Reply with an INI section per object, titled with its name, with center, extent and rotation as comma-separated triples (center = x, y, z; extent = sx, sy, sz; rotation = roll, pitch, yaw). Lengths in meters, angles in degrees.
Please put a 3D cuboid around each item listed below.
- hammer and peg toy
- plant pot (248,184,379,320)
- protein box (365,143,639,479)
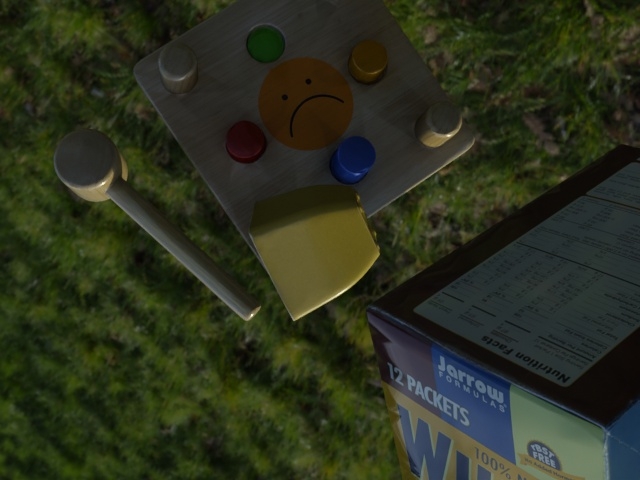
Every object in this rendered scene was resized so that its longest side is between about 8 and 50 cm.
[hammer and peg toy]
center = -0.054, -0.097, 0.823
extent = 0.265, 0.361, 0.127
rotation = 55, 171, 0
[plant pot]
center = 0.000, 0.000, 0.657
extent = 0.083, 0.081, 0.081
rotation = -23, 108, 7
[protein box]
center = 0.157, 0.089, 0.435
extent = 0.136, 0.201, 0.199
rotation = 25, 137, 49
